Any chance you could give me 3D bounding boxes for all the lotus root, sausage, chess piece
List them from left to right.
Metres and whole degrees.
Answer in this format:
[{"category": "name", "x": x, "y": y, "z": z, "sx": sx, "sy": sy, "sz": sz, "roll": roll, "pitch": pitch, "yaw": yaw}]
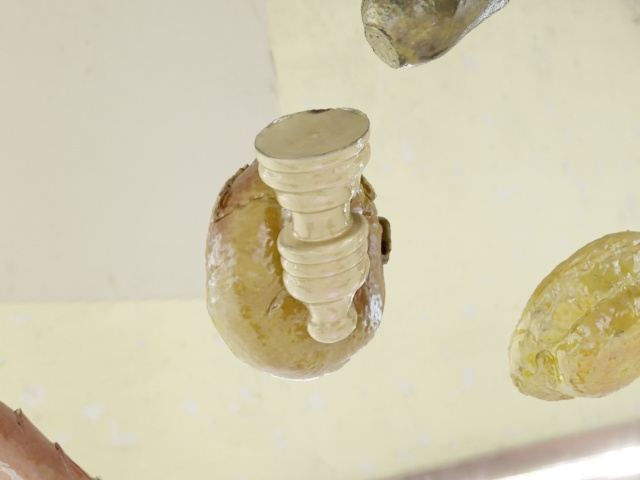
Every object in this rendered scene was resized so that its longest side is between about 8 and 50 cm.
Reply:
[{"category": "sausage", "x": -0.227, "y": 0.285, "z": 1.222, "sx": 0.088, "sy": 0.433, "sz": 0.088, "roll": -47, "pitch": 159, "yaw": -24}, {"category": "chess piece", "x": 0.000, "y": 0.000, "z": 1.498, "sx": 0.124, "sy": 0.307, "sz": 0.139, "roll": 7, "pitch": -146, "yaw": 17}, {"category": "lotus root", "x": 0.168, "y": -0.355, "z": 1.701, "sx": 0.160, "sy": 0.152, "sz": 0.275, "roll": 18, "pitch": -121, "yaw": 45}]

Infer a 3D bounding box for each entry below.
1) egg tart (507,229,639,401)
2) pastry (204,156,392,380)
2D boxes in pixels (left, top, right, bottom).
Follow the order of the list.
[{"category": "egg tart", "x": 0.426, "y": 0.136, "z": 1.799, "sx": 0.319, "sy": 0.128, "sz": 0.319, "roll": -18, "pitch": 135, "yaw": -20}, {"category": "pastry", "x": -0.028, "y": 0.028, "z": 1.733, "sx": 0.164, "sy": 0.356, "sz": 0.356, "roll": 1, "pitch": 178, "yaw": 33}]
